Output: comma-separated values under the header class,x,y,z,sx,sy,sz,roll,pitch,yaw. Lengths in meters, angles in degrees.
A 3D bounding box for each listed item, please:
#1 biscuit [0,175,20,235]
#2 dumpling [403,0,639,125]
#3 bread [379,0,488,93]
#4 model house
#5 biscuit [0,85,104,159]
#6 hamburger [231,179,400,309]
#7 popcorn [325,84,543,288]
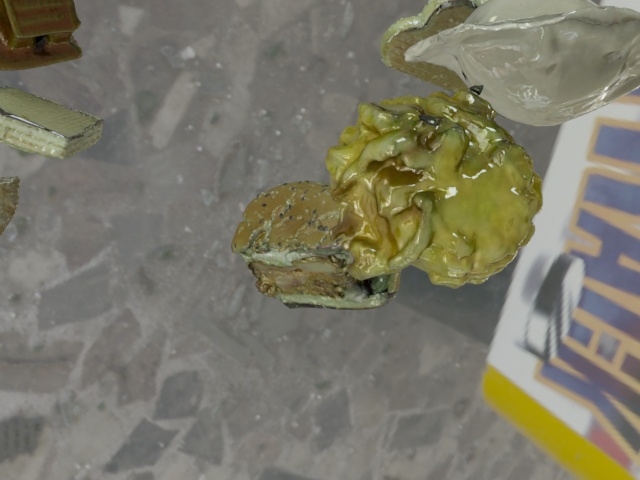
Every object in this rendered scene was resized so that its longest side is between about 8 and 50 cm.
class,x,y,z,sx,sy,sz,roll,pitch,yaw
biscuit,-0.592,-0.003,1.450,0.290,0.038,0.141,-22,132,-24
dumpling,0.309,-0.244,1.237,0.341,0.260,0.181,28,80,-12
bread,0.240,-0.323,1.520,0.287,0.056,0.207,14,139,-41
model house,-0.586,-0.435,1.768,0.268,0.239,0.173,-17,83,-24
biscuit,-0.385,-0.157,1.276,0.150,0.252,0.052,19,100,-8
hamburger,0.000,0.000,1.573,0.167,0.288,0.192,57,41,-46
popcorn,0.107,-0.053,0.922,0.189,0.218,0.169,-10,134,-37
